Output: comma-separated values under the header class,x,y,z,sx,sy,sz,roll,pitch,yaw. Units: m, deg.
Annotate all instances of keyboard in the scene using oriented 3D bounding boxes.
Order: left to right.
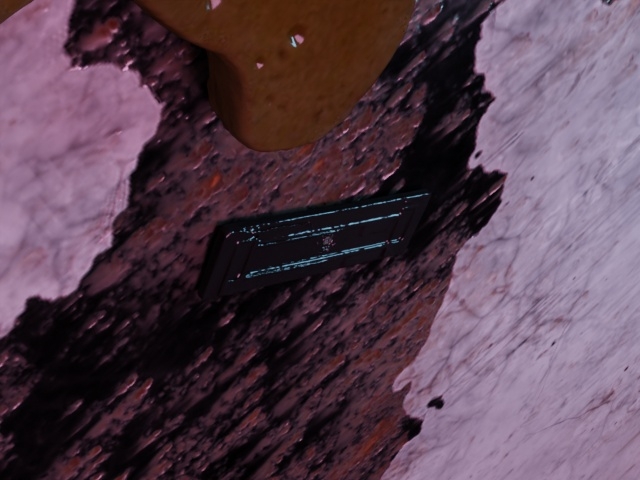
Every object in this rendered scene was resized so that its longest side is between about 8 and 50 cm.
class,x,y,z,sx,sy,sz,roll,pitch,yaw
keyboard,0.000,0.000,0.921,0.204,0.013,0.061,-12,135,-43

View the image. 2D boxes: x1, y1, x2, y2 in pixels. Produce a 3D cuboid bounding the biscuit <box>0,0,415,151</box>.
class,x,y,z,sx,sy,sz,roll,pitch,yaw
biscuit,-0.023,-0.229,0.595,0.368,0.076,0.394,-55,150,13
